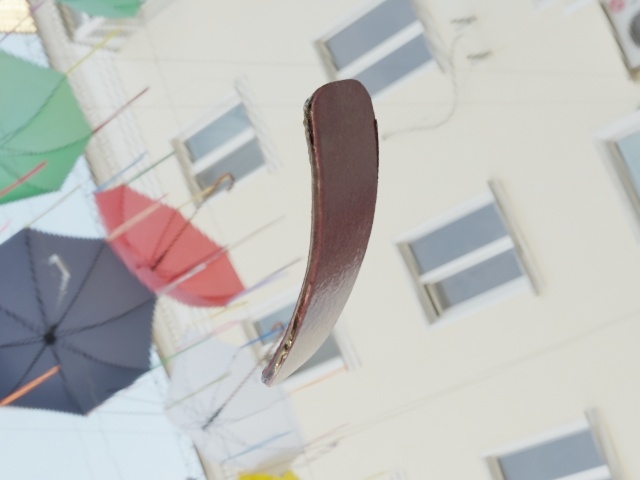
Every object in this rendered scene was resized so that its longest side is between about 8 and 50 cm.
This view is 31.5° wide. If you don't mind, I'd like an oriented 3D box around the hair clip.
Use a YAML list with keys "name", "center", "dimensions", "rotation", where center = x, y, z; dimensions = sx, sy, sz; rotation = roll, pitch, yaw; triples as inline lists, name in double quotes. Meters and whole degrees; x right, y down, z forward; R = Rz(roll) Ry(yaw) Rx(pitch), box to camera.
- name: "hair clip"
  center: [0.001, 0.001, 0.479]
  dimensions: [0.054, 0.022, 0.137]
  rotation: [-27, -48, -59]
